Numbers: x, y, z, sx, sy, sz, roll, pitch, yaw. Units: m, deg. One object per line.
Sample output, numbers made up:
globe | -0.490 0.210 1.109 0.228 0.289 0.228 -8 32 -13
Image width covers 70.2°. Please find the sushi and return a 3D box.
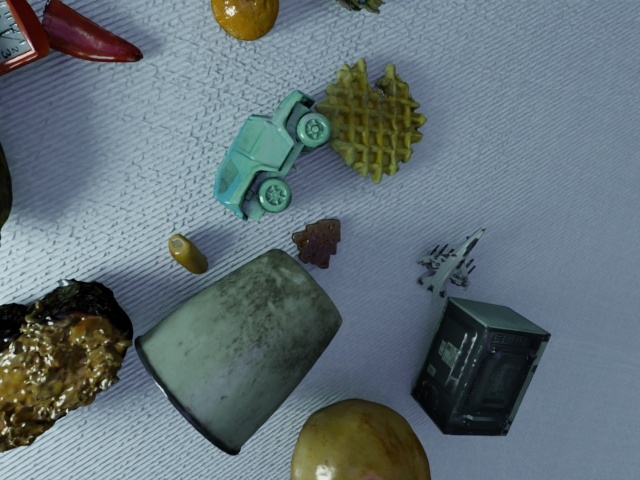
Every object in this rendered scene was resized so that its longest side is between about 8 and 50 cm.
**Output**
sushi | -0.520 0.217 0.821 0.348 0.207 0.234 -39 114 -5

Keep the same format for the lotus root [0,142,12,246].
lotus root | -0.633 -0.153 0.724 0.195 0.179 0.398 -13 111 -1

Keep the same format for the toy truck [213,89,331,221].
toy truck | -0.102 -0.169 0.928 0.156 0.155 0.279 30 88 -13

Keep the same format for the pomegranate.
pomegranate | 0.078 0.531 1.044 0.338 0.338 0.339 -3 100 -19

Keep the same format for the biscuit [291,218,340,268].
biscuit | 0.000 0.000 1.059 0.130 0.019 0.119 -45 109 -7

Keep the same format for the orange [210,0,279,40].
orange | -0.145 -0.462 0.881 0.135 0.117 0.136 -1 94 -15

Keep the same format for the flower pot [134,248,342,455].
flower pot | -0.145 0.195 0.913 0.330 0.293 0.294 -42 110 -16

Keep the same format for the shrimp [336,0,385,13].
shrimp | 0.023 -0.603 0.940 0.317 0.077 0.168 39 83 -18

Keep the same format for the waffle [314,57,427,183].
waffle | 0.115 -0.272 1.025 0.250 0.056 0.261 -46 112 -16

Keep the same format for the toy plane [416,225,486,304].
toy plane | 0.334 0.053 1.151 0.160 0.082 0.234 29 101 -12

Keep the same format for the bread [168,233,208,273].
bread | -0.281 0.030 0.957 0.062 0.103 0.049 33 72 22

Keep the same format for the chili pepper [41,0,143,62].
chili pepper | -0.414 -0.368 0.837 0.168 0.065 0.088 15 112 -25

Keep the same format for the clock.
clock | -0.547 -0.339 0.765 0.155 0.061 0.113 -18 107 9

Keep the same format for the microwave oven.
microwave oven | 0.398 0.321 1.139 0.237 0.181 0.295 11 104 -24
